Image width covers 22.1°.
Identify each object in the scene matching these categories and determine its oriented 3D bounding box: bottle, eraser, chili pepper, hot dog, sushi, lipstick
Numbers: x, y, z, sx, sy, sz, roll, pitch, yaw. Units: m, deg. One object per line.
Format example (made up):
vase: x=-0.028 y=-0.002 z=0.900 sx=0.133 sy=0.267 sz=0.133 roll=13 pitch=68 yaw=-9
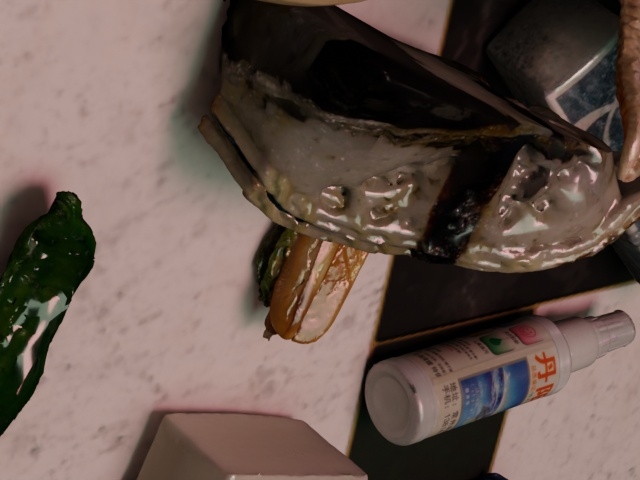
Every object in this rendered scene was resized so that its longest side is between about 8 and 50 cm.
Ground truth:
bottle: x=0.129 y=0.082 z=1.104 sx=0.217 sy=0.060 sz=0.060 roll=-16 pitch=127 yaw=-35
eraser: x=-0.086 y=0.241 z=1.002 sx=0.124 sy=0.081 sz=0.279 roll=10 pitch=111 yaw=-46
chili pepper: x=-0.213 y=0.091 z=0.800 sx=0.279 sy=0.065 sz=0.122 roll=-37 pitch=128 yaw=-19
hot dog: x=0.000 y=0.000 z=0.949 sx=0.056 sy=0.041 sz=0.133 roll=25 pitch=92 yaw=-48
sushi: x=0.063 y=-0.038 z=0.889 sx=0.273 sy=0.134 sz=0.109 roll=17 pitch=109 yaw=-40
lipstick: x=0.199 y=-0.051 z=1.059 sx=0.077 sy=0.076 sz=0.290 roll=-42 pitch=136 yaw=0

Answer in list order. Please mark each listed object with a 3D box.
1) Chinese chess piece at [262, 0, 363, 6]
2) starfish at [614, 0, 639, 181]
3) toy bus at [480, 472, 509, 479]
Chinese chess piece: x=0.006 y=-0.238 z=0.738 sx=0.273 sy=0.102 sz=0.273 roll=-23 pitch=132 yaw=-28
starfish: x=0.242 y=-0.176 z=0.934 sx=0.384 sy=0.132 sz=0.398 roll=-13 pitch=119 yaw=-64
toy bus: x=0.085 y=0.330 z=1.177 sx=0.175 sy=0.138 sz=0.288 roll=-13 pitch=125 yaw=-35
